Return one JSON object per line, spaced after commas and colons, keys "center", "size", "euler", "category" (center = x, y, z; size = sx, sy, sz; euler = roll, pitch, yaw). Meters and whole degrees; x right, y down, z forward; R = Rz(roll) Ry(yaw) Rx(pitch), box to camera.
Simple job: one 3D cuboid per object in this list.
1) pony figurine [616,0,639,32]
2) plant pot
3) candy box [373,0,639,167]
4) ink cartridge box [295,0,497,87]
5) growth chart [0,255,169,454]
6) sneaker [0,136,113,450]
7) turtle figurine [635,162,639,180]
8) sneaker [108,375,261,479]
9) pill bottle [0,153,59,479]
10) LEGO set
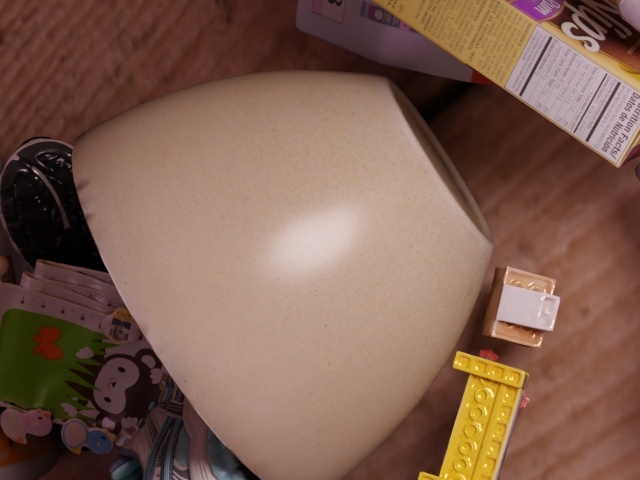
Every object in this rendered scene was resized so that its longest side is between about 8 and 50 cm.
{"center": [0.156, -0.241, 0.924], "size": [0.351, 0.363, 0.303], "euler": [11, 100, 18], "category": "pony figurine"}
{"center": [0.000, 0.000, 1.187], "size": [0.191, 0.284, 0.284], "euler": [-32, 74, 10], "category": "plant pot"}
{"center": [0.135, -0.123, 1.086], "size": [0.186, 0.109, 0.053], "euler": [37, 120, 18], "category": "candy box"}
{"center": [0.092, -0.196, 1.175], "size": [0.232, 0.066, 0.189], "euler": [28, 117, 41], "category": "ink cartridge box"}
{"center": [-0.165, 0.096, 1.428], "size": [0.237, 0.021, 0.172], "euler": [7, 110, 7], "category": "growth chart"}
{"center": [-0.201, 0.042, 1.491], "size": [0.108, 0.100, 0.271], "euler": [-131, 32, -71], "category": "sneaker"}
{"center": [0.256, 0.048, 1.034], "size": [0.175, 0.118, 0.234], "euler": [-26, 75, 44], "category": "turtle figurine"}
{"center": [-0.091, 0.129, 1.261], "size": [0.122, 0.283, 0.110], "euler": [-31, 108, 9], "category": "sneaker"}
{"center": [-0.317, 0.070, 1.546], "size": [0.162, 0.162, 0.278], "euler": [-1, 98, 44], "category": "pill bottle"}
{"center": [0.135, 0.166, 1.204], "size": [0.132, 0.107, 0.287], "euler": [-20, 79, 9], "category": "LEGO set"}
